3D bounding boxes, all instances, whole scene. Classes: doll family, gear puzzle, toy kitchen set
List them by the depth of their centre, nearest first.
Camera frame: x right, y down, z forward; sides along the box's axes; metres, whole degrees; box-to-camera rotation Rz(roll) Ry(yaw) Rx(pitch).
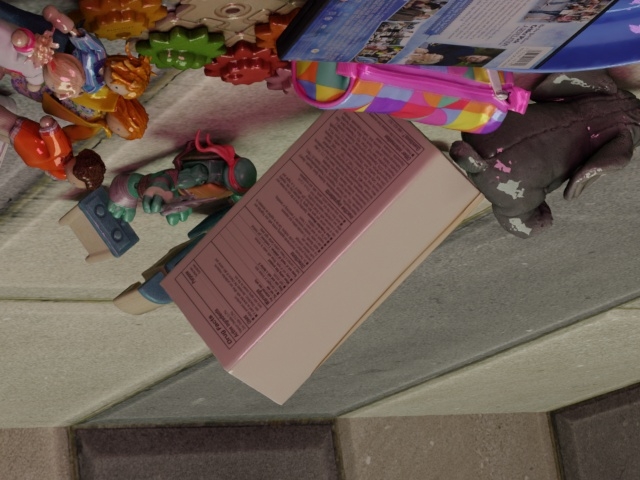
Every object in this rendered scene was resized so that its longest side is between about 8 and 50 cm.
[{"bbox_3d":[-0.223,-0.146,1.379,0.163,0.118,0.263,24,157,9],"label":"doll family"},{"bbox_3d":[-0.077,-0.184,1.482,0.339,0.044,0.175,7,159,-42],"label":"gear puzzle"},{"bbox_3d":[-0.184,-0.029,1.959,0.122,0.166,0.207,-23,-165,45],"label":"toy kitchen set"}]

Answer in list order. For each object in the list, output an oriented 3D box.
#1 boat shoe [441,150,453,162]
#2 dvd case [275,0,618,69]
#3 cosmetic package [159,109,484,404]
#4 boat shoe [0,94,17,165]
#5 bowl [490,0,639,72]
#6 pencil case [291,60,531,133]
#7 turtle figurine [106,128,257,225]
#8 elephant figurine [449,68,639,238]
[{"bbox_3d":[0.110,-0.047,1.995,0.079,0.081,0.227,-2,164,-19],"label":"boat shoe"},{"bbox_3d":[0.110,-0.188,1.318,0.253,0.022,0.180,0,162,-22],"label":"dvd case"},{"bbox_3d":[0.000,0.000,1.667,0.309,0.160,0.113,-46,139,6],"label":"cosmetic package"},{"bbox_3d":[-0.359,-0.045,1.594,0.076,0.083,0.226,0,125,-54],"label":"boat shoe"},{"bbox_3d":[0.264,-0.251,1.351,0.391,0.077,0.391,-7,164,-2],"label":"bowl"},{"bbox_3d":[0.084,-0.156,1.487,0.236,0.104,0.104,3,161,-42],"label":"pencil case"},{"bbox_3d":[-0.132,-0.052,1.797,0.175,0.118,0.234,25,164,-34],"label":"turtle figurine"},{"bbox_3d":[0.280,-0.121,1.745,0.239,0.186,0.169,-24,117,17],"label":"elephant figurine"}]
